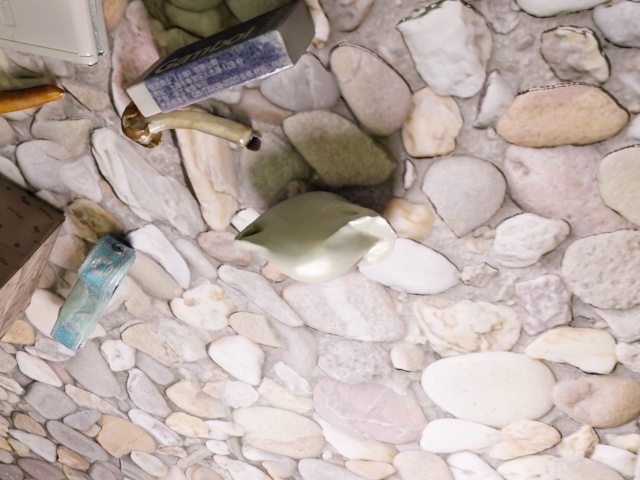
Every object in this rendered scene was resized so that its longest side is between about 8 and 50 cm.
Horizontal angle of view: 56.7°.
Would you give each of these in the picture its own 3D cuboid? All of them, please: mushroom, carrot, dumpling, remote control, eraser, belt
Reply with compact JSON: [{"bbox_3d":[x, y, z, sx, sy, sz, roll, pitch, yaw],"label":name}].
[{"bbox_3d":[-0.171,-0.143,0.767,0.187,0.061,0.060,8,126,7],"label":"mushroom"},{"bbox_3d":[-0.432,-0.197,0.828,0.190,0.037,0.037,-2,128,15],"label":"carrot"},{"bbox_3d":[0.000,0.000,0.799,0.229,0.124,0.151,-1,165,26],"label":"dumpling"},{"bbox_3d":[-0.396,-0.293,0.718,0.277,0.055,0.103,14,131,9],"label":"remote control"},{"bbox_3d":[-0.113,-0.203,0.672,0.212,0.092,0.046,-11,125,28],"label":"eraser"},{"bbox_3d":[-0.399,0.097,1.023,0.072,0.087,0.302,32,132,-13],"label":"belt"}]

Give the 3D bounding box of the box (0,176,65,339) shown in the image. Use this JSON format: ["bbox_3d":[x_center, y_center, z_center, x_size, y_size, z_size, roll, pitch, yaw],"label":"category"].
[{"bbox_3d":[-0.583,0.058,0.963,0.190,0.225,0.297,32,132,-11],"label":"box"}]
